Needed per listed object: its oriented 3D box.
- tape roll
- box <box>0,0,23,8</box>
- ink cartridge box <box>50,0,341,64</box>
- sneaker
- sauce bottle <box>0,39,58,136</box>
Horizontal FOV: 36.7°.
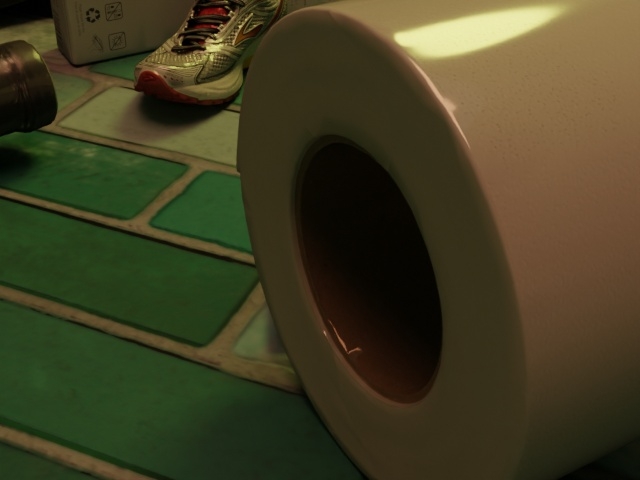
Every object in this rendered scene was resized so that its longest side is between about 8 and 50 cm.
[{"bbox_3d":[0.087,-0.008,0.478,0.169,0.246,0.246,-17,38,-24],"label":"tape roll"},{"bbox_3d":[-0.367,-0.413,0.946,0.312,0.343,0.179,-26,41,-22],"label":"box"},{"bbox_3d":[-0.104,-0.289,0.956,0.333,0.165,0.065,-16,37,-25],"label":"ink cartridge box"},{"bbox_3d":[-0.100,-0.192,0.876,0.088,0.092,0.225,13,37,18],"label":"sneaker"},{"bbox_3d":[-0.353,-0.063,0.669,0.344,0.111,0.111,-26,42,-35],"label":"sauce bottle"}]
